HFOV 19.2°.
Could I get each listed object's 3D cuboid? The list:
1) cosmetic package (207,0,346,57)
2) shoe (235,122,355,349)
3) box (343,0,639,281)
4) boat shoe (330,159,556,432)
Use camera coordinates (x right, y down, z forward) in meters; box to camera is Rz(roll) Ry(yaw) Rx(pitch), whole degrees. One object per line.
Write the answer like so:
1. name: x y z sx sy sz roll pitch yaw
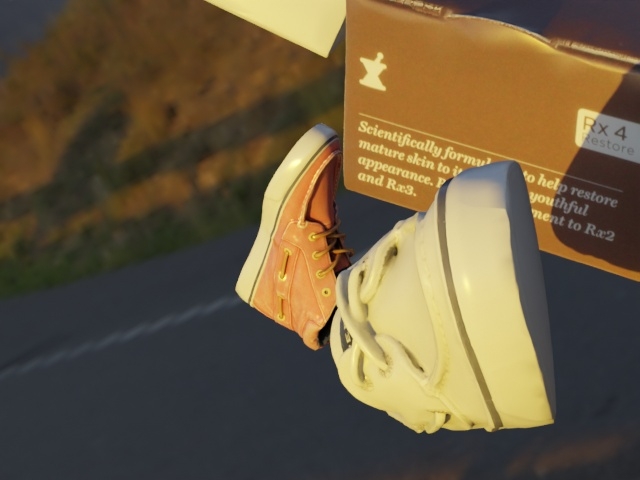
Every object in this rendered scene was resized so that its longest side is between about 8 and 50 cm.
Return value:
1. cosmetic package: -0.047 -0.283 1.659 0.224 0.225 0.138 -56 -10 -70
2. shoe: 0.000 0.000 1.357 0.063 0.081 0.178 -37 -22 -43
3. box: 0.188 -0.143 1.129 0.191 0.143 0.381 19 36 26
4. boat shoe: 0.046 0.033 0.769 0.088 0.096 0.267 -7 -8 4
